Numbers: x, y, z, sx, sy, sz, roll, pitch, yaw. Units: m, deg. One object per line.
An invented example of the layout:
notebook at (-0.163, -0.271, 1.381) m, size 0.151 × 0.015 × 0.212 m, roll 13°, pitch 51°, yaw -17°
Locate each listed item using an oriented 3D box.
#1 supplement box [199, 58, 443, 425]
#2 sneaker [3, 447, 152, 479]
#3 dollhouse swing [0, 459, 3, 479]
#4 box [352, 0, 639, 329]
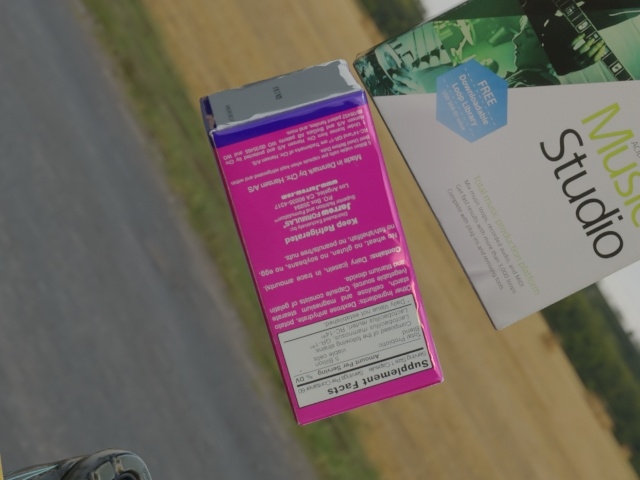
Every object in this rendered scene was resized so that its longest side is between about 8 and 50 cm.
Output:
supplement box at (0.000, 0.000, 1.343) m, size 0.111 × 0.114 × 0.220 m, roll -112°, pitch -173°, yaw -72°
sneaker at (-0.229, 0.226, 1.330) m, size 0.267 × 0.106 × 0.101 m, roll -28°, pitch 112°, yaw -51°
dollhouse swing at (-0.312, 0.229, 0.960) m, size 0.347 × 0.315 × 0.305 m, roll -34°, pitch -104°, yaw 51°
box at (0.217, -0.106, 1.410) m, size 0.232 × 0.322 × 0.058 m, roll 61°, pitch 9°, yaw -9°
